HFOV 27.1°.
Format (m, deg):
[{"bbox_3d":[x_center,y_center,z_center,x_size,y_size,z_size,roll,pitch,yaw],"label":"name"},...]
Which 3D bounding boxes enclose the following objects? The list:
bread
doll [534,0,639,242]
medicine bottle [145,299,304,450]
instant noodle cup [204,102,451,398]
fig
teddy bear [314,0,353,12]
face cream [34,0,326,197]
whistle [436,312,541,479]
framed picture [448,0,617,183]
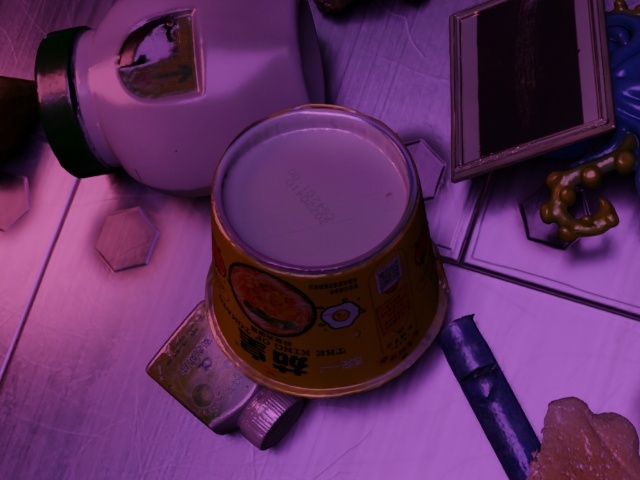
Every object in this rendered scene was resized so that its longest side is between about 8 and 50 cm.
[{"bbox_3d":[0.330,0.318,1.630,0.182,0.039,0.250,26,62,-1],"label":"bread"},{"bbox_3d":[0.376,-0.177,1.716,0.341,0.099,0.346,-13,59,20],"label":"doll"},{"bbox_3d":[-0.119,0.187,1.770,0.188,0.088,0.132,38,85,18],"label":"medicine bottle"},{"bbox_3d":[0.000,0.000,1.657,0.326,0.254,0.325,-2,57,3],"label":"instant noodle cup"},{"bbox_3d":[-0.475,-0.184,1.935,0.127,0.185,0.133,-4,115,38],"label":"fig"},{"bbox_3d":[0.084,-0.408,1.848,0.251,0.129,0.182,-27,109,0],"label":"teddy bear"},{"bbox_3d":[-0.183,-0.214,1.809,0.357,0.219,0.312,-10,77,13],"label":"face cream"},{"bbox_3d":[0.240,0.239,1.700,0.062,0.062,0.304,-28,73,4],"label":"whistle"},{"bbox_3d":[0.267,-0.228,1.735,0.231,0.018,0.293,-19,51,28],"label":"framed picture"}]
